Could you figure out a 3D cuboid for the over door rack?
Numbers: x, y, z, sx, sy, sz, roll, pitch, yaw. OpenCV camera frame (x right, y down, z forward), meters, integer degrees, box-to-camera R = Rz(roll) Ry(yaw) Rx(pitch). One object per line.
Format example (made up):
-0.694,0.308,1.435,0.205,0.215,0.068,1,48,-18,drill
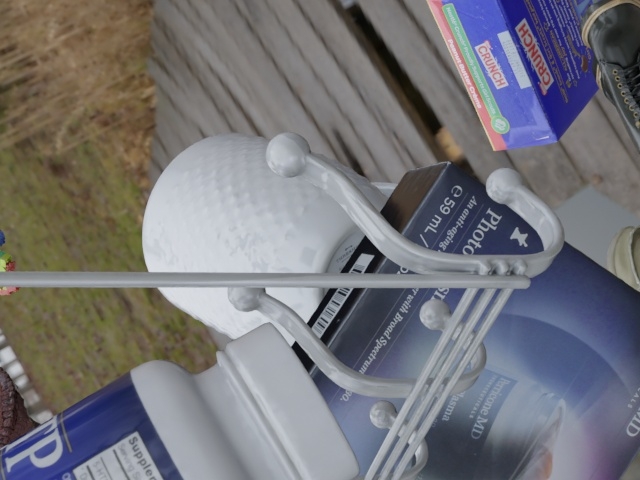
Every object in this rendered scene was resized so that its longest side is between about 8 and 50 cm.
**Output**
-0.064,0.067,0.509,0.239,0.324,0.108,108,144,-46,over door rack

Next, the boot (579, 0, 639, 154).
0.358,-0.182,1.131,0.198,0.077,0.137,36,-147,-61,boot

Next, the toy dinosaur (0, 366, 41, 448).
-0.247,0.185,0.699,0.200,0.127,0.295,141,137,-61,toy dinosaur

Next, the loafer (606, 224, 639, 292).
0.447,0.080,1.320,0.102,0.268,0.092,30,134,-26,loafer

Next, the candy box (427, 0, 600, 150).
0.330,-0.328,1.553,0.122,0.317,0.268,-9,115,41,candy box

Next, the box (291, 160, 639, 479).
0.141,0.127,0.946,0.294,0.296,0.183,33,177,-7,box

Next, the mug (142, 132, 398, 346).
0.000,0.000,1.348,0.328,0.374,0.276,20,124,50,mug

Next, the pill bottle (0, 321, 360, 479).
-0.082,0.120,0.456,0.112,0.187,0.112,57,170,15,pill bottle

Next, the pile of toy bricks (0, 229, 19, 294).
-0.510,0.027,1.530,0.105,0.118,0.212,23,132,13,pile of toy bricks
